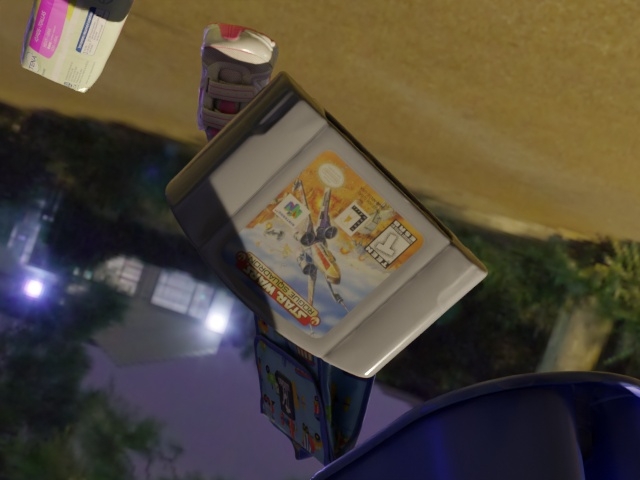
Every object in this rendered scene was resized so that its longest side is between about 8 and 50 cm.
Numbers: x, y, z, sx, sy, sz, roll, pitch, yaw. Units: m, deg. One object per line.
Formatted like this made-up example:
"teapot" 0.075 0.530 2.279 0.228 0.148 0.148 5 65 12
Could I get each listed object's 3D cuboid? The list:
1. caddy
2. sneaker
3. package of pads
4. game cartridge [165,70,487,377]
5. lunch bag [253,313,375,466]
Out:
"caddy" 0.135 0.217 0.858 0.241 0.179 0.341 16 140 -31
"sneaker" -0.114 -0.194 1.408 0.103 0.111 0.252 9 154 5
"package of pads" -0.226 -0.344 1.142 0.101 0.296 0.229 22 151 -14
"game cartridge" 0.000 0.000 1.050 0.297 0.198 0.062 42 -170 -17
"lunch bag" -0.010 0.169 1.485 0.138 0.293 0.221 -1 -170 -29
